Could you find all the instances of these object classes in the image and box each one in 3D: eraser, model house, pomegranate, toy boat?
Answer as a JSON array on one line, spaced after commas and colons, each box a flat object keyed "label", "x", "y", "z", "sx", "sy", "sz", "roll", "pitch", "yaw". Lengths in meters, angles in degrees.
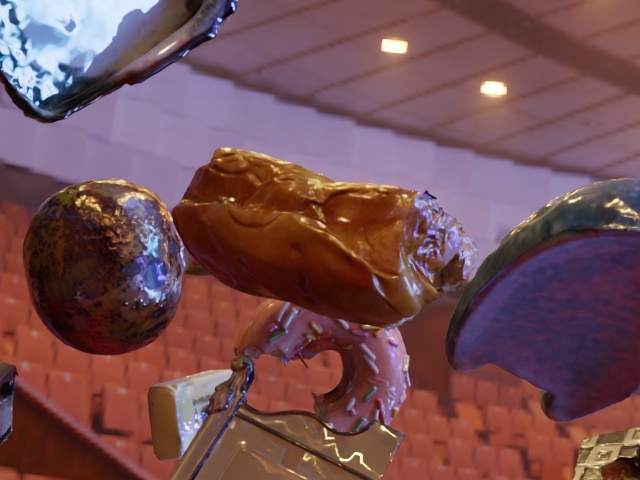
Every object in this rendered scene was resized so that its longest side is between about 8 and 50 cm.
[{"label": "eraser", "x": -0.195, "y": 0.271, "z": 1.994, "sx": 0.058, "sy": 0.117, "sz": 0.172, "roll": -5, "pitch": 1, "yaw": 30}, {"label": "model house", "x": -0.268, "y": -0.252, "z": 1.368, "sx": 0.184, "sy": 0.253, "sz": 0.291, "roll": 60, "pitch": -19, "yaw": -19}, {"label": "pomegranate", "x": -0.274, "y": 0.030, "z": 1.933, "sx": 0.340, "sy": 0.285, "sz": 0.285, "roll": -10, "pitch": -11, "yaw": -12}, {"label": "toy boat", "x": 0.271, "y": 0.049, "z": 1.308, "sx": 0.215, "sy": 0.123, "sz": 0.330, "roll": 28, "pitch": -44, "yaw": -3}]

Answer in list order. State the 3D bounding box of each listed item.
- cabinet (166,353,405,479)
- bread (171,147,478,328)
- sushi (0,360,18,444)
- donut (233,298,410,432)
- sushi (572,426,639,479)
[{"label": "cabinet", "x": -0.068, "y": 0.353, "z": 1.441, "sx": 0.227, "sy": 0.318, "sz": 0.290, "roll": 22, "pitch": -28, "yaw": 19}, {"label": "bread", "x": -0.004, "y": 0.004, "z": 1.436, "sx": 0.344, "sy": 0.149, "sz": 0.195, "roll": 15, "pitch": -13, "yaw": 40}, {"label": "sushi", "x": -0.496, "y": 0.249, "z": 1.551, "sx": 0.134, "sy": 0.273, "sz": 0.109, "roll": 14, "pitch": -52, "yaw": 28}, {"label": "donut", "x": 0.016, "y": 0.158, "z": 1.630, "sx": 0.199, "sy": 0.233, "sz": 0.085, "roll": -36, "pitch": 1, "yaw": -5}, {"label": "sushi", "x": 0.419, "y": 0.299, "z": 1.589, "sx": 0.210, "sy": 0.193, "sz": 0.040, "roll": -15, "pitch": -66, "yaw": 28}]
